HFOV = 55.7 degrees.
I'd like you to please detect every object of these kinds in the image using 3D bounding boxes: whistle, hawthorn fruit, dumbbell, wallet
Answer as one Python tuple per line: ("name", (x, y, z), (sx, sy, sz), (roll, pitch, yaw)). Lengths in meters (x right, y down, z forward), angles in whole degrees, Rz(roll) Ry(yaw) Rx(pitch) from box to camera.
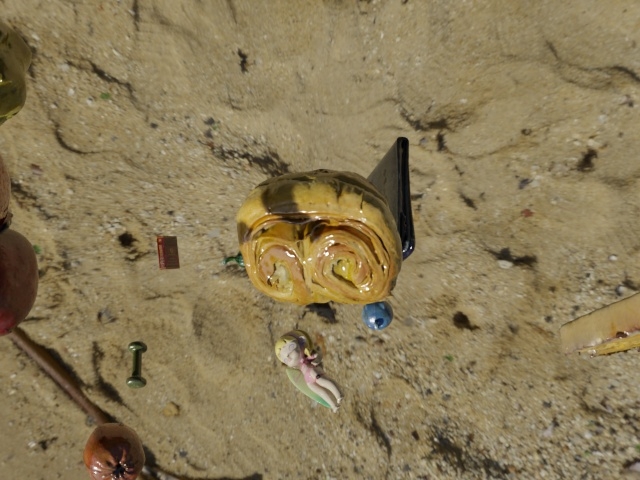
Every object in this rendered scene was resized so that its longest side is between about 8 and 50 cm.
("whistle", (0.151, 0.182, 1.597), (0.090, 0.158, 0.090), (4, 120, 6))
("hawthorn fruit", (-0.403, 0.418, 1.182), (0.128, 0.128, 0.128), (0, 92, -1))
("dumbbell", (-0.464, 0.314, 1.531), (0.046, 0.052, 0.118), (-14, 55, 6))
("hawthorn fruit", (-0.584, 0.080, 1.044), (0.185, 0.185, 0.202), (-12, 69, -1))
("wallet", (0.110, -0.045, 1.035), (0.036, 0.167, 0.222), (9, 65, -15))

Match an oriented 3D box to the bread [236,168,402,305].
("bread", (-0.001, -0.003, 0.841), (0.236, 0.120, 0.198), (-1, 119, 22))

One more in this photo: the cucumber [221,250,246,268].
("cucumber", (-0.036, 0.014, 0.983), (0.250, 0.056, 0.056), (-13, 93, -1))

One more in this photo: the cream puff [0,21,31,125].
("cream puff", (-0.736, -0.359, 1.127), (0.378, 0.275, 0.378), (12, 54, -17))

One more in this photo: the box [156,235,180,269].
("box", (-0.370, 0.030, 1.473), (0.023, 0.051, 0.082), (-9, 85, 26))

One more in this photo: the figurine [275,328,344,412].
("figurine", (-0.016, 0.226, 1.079), (0.083, 0.083, 0.187), (-50, 52, 1))

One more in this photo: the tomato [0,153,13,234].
("tomato", (-0.469, -0.088, 0.663), (0.170, 0.309, 0.309), (-29, 93, 12))

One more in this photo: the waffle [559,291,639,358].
("waffle", (0.202, 0.045, 0.344), (0.135, 0.092, 0.021), (-1, 68, -24))
